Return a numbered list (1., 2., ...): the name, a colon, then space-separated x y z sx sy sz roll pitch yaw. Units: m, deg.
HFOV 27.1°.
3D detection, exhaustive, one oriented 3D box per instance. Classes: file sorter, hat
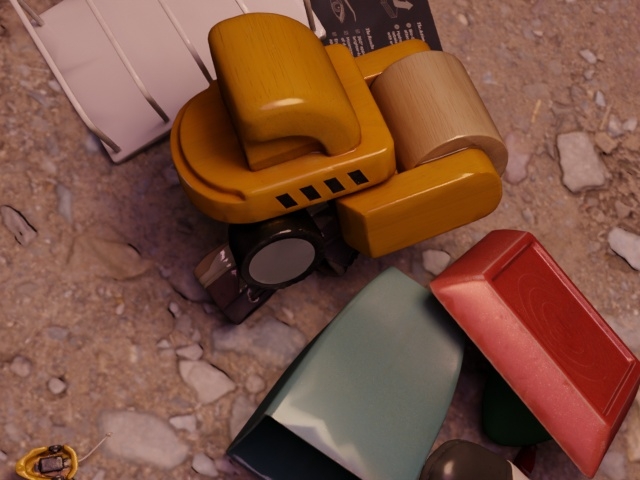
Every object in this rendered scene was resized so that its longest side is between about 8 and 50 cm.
1. file sorter: -0.163 -0.246 1.419 0.277 0.173 0.193 -32 83 -2
2. hat: 0.199 0.209 1.496 0.173 0.183 0.208 40 24 -9

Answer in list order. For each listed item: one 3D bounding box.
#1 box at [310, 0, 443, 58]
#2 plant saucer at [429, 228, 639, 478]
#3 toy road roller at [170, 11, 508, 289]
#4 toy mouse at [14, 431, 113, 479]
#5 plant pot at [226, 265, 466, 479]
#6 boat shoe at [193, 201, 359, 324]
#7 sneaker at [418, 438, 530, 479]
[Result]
1. box: 0.055 -0.216 1.558 0.158 0.093 0.156 -10 75 -17
2. plant saucer: 0.253 0.102 1.450 0.259 0.048 0.258 50 26 5
3. toy road roller: 0.013 -0.118 1.331 0.329 0.241 0.202 -18 54 -6
4. toy mouse: -0.274 0.280 1.334 0.161 0.031 0.143 -10 75 -18
5. plant pot: 0.044 0.157 1.400 0.165 0.165 0.234 34 61 -3
6. boat shoe: 0.000 0.000 1.472 0.285 0.103 0.092 -28 86 -18
7. sneaker: 0.236 0.325 1.345 0.330 0.146 0.122 48 66 -19
